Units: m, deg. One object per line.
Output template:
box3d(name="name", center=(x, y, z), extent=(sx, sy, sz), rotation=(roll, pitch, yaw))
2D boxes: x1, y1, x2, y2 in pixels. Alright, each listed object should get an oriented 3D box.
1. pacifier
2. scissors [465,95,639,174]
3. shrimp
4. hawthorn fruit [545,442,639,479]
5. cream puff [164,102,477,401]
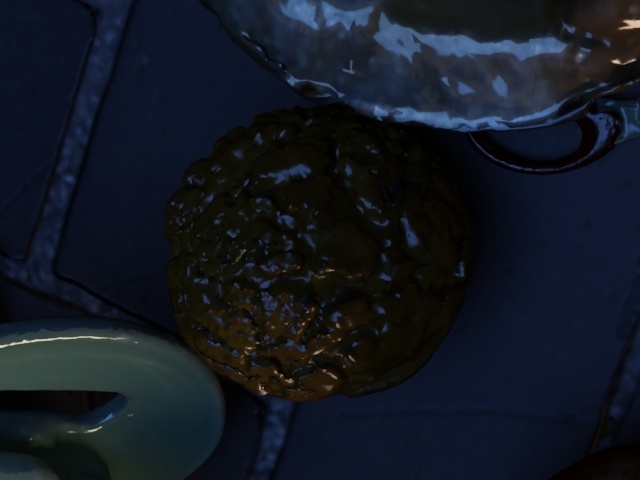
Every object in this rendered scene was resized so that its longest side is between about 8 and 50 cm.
box3d(name="pacifier", center=(-0.221, 0.112, 0.957), extent=(0.343, 0.288, 0.269), rotation=(-55, 48, 33))
box3d(name="scissors", center=(0.197, -0.059, 0.856), extent=(0.248, 0.017, 0.144), rotation=(27, 111, 13))
box3d(name="shrimp", center=(0.133, -0.145, 0.798), extent=(0.446, 0.110, 0.221), rotation=(12, 91, 16))
box3d(name="hawthorn fruit", center=(0.143, 0.205, 0.828), extent=(0.197, 0.225, 0.196), rotation=(13, 118, 26))
box3d(name="cream puff", center=(0.000, 0.000, 0.866), extent=(0.150, 0.165, 0.115), rotation=(21, 146, 5))
